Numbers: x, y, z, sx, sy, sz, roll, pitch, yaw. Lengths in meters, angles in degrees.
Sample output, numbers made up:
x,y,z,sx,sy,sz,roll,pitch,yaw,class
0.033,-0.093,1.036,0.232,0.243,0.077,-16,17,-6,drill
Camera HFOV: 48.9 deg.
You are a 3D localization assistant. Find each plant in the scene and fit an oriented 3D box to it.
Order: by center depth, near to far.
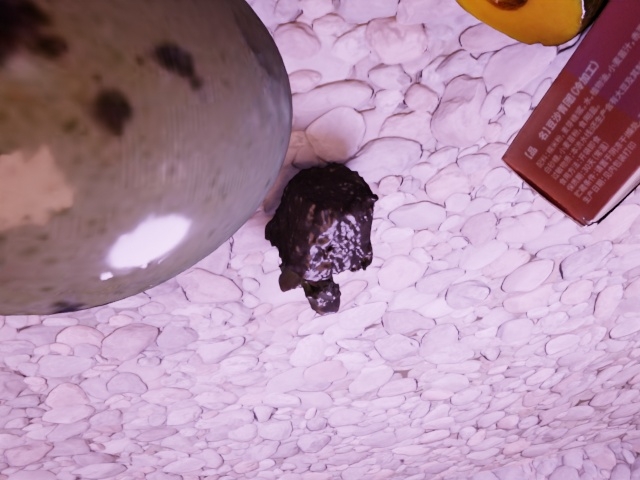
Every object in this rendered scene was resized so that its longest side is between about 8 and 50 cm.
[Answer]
x,y,z,sx,sy,sz,roll,pitch,yaw,class
0.000,0.000,0.983,0.131,0.142,0.203,-9,140,-32,plant

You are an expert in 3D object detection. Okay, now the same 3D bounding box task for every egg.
x,y,z,sx,sy,sz,roll,pitch,yaw,class
-0.220,-0.112,0.619,0.428,0.345,0.345,-16,151,-44,egg

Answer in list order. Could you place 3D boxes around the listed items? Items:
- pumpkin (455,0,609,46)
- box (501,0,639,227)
x,y,z,sx,sy,sz,roll,pitch,yaw,class
0.183,-0.310,0.580,0.139,0.222,0.317,-54,138,-15,pumpkin
0.395,-0.234,0.700,0.344,0.122,0.385,-32,157,-42,box
